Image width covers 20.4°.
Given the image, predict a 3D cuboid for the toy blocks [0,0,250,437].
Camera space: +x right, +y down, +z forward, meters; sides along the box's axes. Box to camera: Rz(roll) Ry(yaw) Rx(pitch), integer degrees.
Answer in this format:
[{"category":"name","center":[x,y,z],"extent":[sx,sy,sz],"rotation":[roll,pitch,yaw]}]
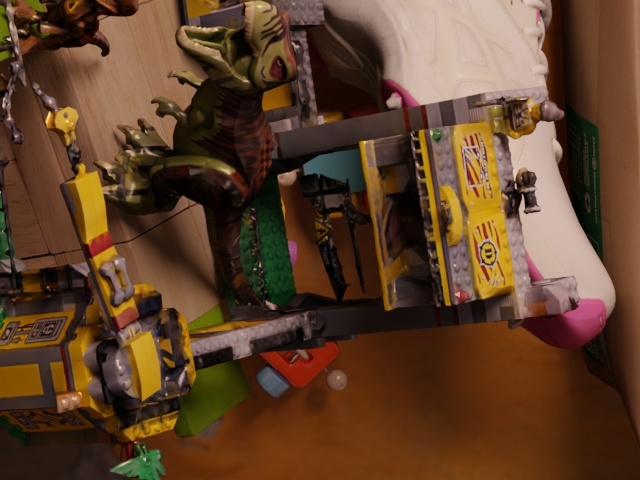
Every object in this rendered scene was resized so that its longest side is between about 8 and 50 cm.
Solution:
[{"category":"toy blocks","center":[-0.192,-0.088,0.883],"extent":[0.261,0.190,0.381],"rotation":[-9,105,37]}]

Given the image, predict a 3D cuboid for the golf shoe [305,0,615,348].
[{"category":"golf shoe","center":[0.076,-0.092,0.906],"extent":[0.140,0.115,0.306],"rotation":[-30,78,-12]}]

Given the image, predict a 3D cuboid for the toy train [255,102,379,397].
[{"category":"toy train","center":[0.000,0.000,0.996],"extent":[0.125,0.046,0.166],"rotation":[39,98,-17]}]

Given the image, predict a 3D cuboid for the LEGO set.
[{"category":"LEGO set","center":[-0.017,-0.072,0.727],"extent":[0.192,0.255,0.331],"rotation":[-8,83,40]}]

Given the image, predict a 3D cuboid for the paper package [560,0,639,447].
[{"category":"paper package","center":[0.287,-0.071,0.929],"extent":[0.309,0.168,0.325],"rotation":[-5,103,0]}]
